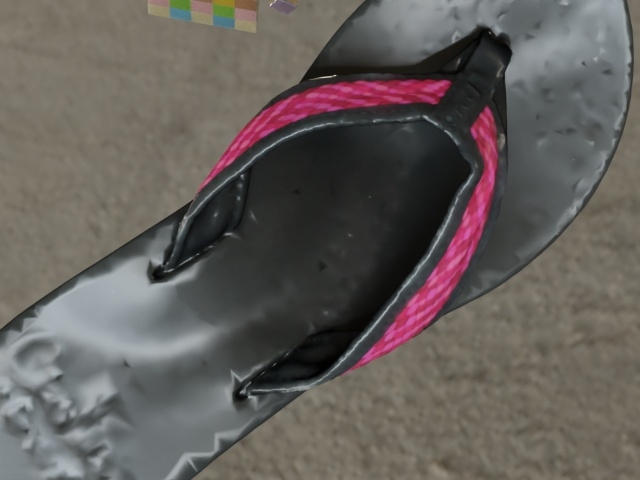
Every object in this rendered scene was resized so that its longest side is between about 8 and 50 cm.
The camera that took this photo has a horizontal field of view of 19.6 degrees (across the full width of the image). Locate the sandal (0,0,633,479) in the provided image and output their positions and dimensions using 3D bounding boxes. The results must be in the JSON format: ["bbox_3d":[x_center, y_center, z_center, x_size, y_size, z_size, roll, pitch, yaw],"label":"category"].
[{"bbox_3d":[0.000,0.000,0.390,0.179,0.067,0.040,-40,2,-7],"label":"sandal"}]

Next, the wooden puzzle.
[{"bbox_3d":[-0.051,-0.109,0.809,0.083,0.049,0.006,10,67,2],"label":"wooden puzzle"}]
